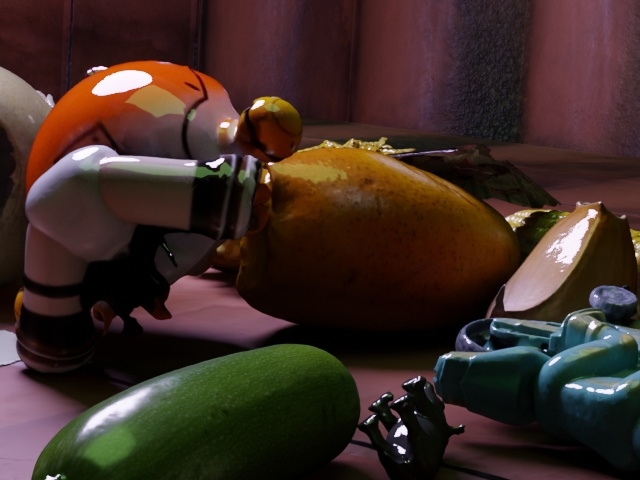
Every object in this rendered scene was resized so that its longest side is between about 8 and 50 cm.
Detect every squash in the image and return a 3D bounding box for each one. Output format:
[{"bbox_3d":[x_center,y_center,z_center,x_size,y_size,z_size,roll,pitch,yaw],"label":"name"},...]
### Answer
[{"bbox_3d":[-0.073,0.125,0.972,0.101,0.101,0.378,8,11,26],"label":"squash"}]

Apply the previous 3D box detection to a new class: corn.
[{"bbox_3d":[0.269,0.037,1.681,0.123,0.122,0.305,-34,16,-11],"label":"corn"}]

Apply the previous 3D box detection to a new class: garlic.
[{"bbox_3d":[0.223,0.064,1.473,0.115,0.128,0.206,45,48,4],"label":"garlic"}]

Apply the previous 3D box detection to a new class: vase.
[{"bbox_3d":[-0.331,-0.078,1.636,0.329,0.241,0.302,-18,2,-5],"label":"vase"}]

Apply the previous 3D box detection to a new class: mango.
[{"bbox_3d":[0.065,0.011,1.567,0.350,0.201,0.199,10,42,-37],"label":"mango"}]

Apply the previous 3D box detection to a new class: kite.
[{"bbox_3d":[0.121,-0.062,1.668,0.323,0.013,0.268,8,-14,-16],"label":"kite"}]

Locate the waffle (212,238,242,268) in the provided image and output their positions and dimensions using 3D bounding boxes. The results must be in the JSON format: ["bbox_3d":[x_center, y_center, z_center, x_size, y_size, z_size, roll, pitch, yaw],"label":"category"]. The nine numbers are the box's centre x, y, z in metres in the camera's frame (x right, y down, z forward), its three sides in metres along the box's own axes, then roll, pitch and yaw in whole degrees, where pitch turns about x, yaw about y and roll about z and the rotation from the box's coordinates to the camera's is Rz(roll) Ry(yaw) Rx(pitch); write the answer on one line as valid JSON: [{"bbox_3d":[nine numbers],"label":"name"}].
[{"bbox_3d":[0.000,0.000,1.790,0.325,0.068,0.302,-2,-2,-4],"label":"waffle"}]

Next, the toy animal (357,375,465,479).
[{"bbox_3d":[0.067,0.132,1.118,0.047,0.065,0.135,-30,3,14],"label":"toy animal"}]

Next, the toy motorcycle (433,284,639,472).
[{"bbox_3d":[0.236,0.118,1.197,0.296,0.109,0.198,9,20,18],"label":"toy motorcycle"}]

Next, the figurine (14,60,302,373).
[{"bbox_3d":[-0.164,-0.046,1.404,0.320,0.196,0.323,-37,17,12],"label":"figurine"}]

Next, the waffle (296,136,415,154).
[{"bbox_3d":[0.062,-0.090,2.123,0.237,0.059,0.243,-1,15,-25],"label":"waffle"}]

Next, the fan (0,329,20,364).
[{"bbox_3d":[-0.394,0.091,1.329,0.329,0.009,0.190,-3,12,-42],"label":"fan"}]

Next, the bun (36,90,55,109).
[{"bbox_3d":[-0.473,-0.102,1.912,0.281,0.205,0.281,3,-29,2],"label":"bun"}]
